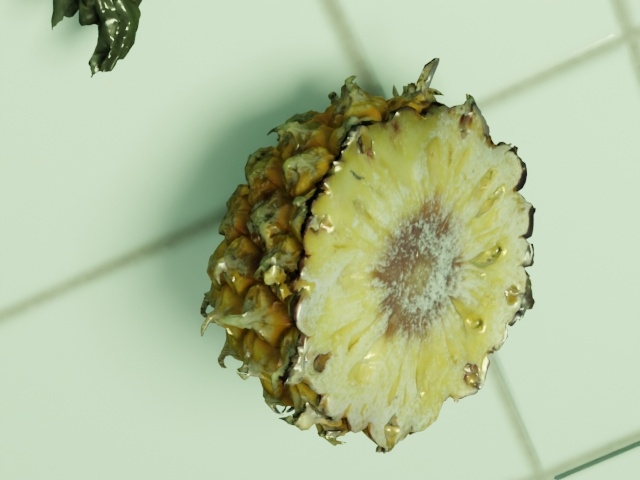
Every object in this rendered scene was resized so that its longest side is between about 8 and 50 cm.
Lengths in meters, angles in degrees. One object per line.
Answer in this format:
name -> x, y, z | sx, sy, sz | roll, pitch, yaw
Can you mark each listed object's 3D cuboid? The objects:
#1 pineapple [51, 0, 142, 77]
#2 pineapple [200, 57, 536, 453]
pineapple -> -0.128, -0.151, 0.760 | 0.108, 0.108, 0.197 | -32, 135, 9
pineapple -> 0.002, 0.003, 0.864 | 0.161, 0.137, 0.176 | 29, 78, -44
